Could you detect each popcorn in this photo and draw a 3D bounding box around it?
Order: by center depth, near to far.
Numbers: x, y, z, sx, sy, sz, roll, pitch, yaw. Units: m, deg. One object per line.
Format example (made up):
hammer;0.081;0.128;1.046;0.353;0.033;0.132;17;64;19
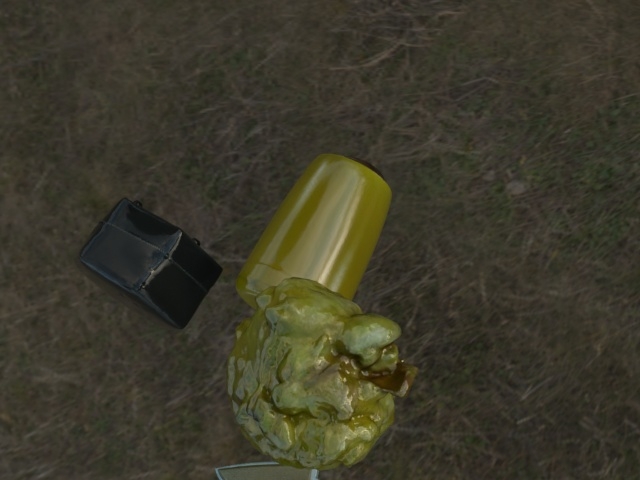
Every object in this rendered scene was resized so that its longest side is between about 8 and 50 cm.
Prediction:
popcorn;0.005;0.161;1.206;0.266;0.192;0.233;-19;71;40

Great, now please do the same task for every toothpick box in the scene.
toothpick box;0.000;0.000;1.548;0.174;0.175;0.271;21;72;23

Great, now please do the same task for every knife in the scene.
knife;-0.017;0.388;1.588;0.342;0.027;0.061;-2;58;20

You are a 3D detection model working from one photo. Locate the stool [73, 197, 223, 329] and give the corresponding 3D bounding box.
stool;-0.284;0.040;1.626;0.232;0.232;0.141;27;74;21
